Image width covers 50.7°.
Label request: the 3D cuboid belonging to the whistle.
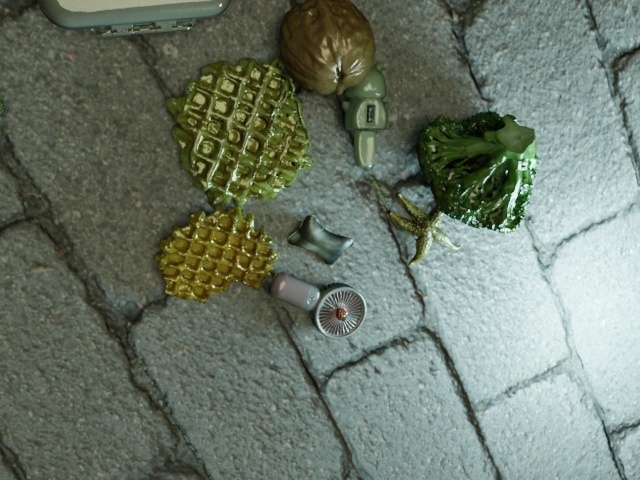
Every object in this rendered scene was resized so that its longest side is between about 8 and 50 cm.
[{"bbox_3d":[0.099,-0.285,1.497,0.110,0.092,0.244,-4,101,-17],"label":"whistle"}]

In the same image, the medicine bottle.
[{"bbox_3d":[-0.360,-0.544,1.296,0.376,0.123,0.282,-9,102,-13],"label":"medicine bottle"}]

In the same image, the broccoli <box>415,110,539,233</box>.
[{"bbox_3d":[0.363,-0.172,1.510,0.308,0.275,0.307,3,69,-7],"label":"broccoli"}]

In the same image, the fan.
[{"bbox_3d":[-0.007,0.142,1.555,0.244,0.074,0.130,25,95,-25],"label":"fan"}]

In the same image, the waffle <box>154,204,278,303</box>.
[{"bbox_3d":[-0.229,0.044,1.478,0.253,0.056,0.249,-37,122,1],"label":"waffle"}]

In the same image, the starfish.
[{"bbox_3d":[0.259,-0.038,1.625,0.224,0.050,0.216,32,84,-24],"label":"starfish"}]

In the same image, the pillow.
[{"bbox_3d":[0.000,0.001,1.549,0.136,0.055,0.091,33,94,-18],"label":"pillow"}]

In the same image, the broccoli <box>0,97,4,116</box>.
[{"bbox_3d":[-0.641,-0.228,1.247,0.122,0.204,0.118,-29,126,-20],"label":"broccoli"}]

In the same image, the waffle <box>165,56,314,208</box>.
[{"bbox_3d":[-0.164,-0.228,1.445,0.297,0.073,0.317,-22,107,-10],"label":"waffle"}]

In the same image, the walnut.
[{"bbox_3d":[0.012,-0.405,1.391,0.214,0.213,0.213,-3,102,-15],"label":"walnut"}]
